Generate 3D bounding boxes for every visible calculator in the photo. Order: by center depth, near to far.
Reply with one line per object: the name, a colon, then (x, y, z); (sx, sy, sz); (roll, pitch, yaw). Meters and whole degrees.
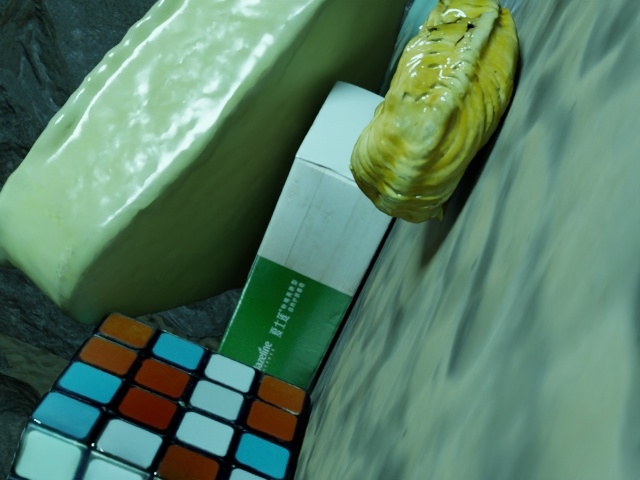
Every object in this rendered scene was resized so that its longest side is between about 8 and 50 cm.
calculator: (0.089, -0.179, 0.932); (0.295, 0.042, 0.184); (-68, 1, -56)

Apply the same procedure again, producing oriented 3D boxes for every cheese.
cheese: (-0.086, -0.069, 0.719); (0.384, 0.104, 0.384); (-46, -20, -21)

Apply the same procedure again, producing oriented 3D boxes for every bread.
bread: (0.047, -0.057, 0.371); (0.111, 0.044, 0.083); (-64, -1, -60)

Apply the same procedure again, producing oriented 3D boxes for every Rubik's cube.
Rubik's cube: (-0.110, 0.165, 0.597); (0.151, 0.155, 0.154); (-75, 7, -69)

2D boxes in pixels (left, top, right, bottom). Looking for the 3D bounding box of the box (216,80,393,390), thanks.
box: (0.000, 0.000, 0.698); (0.135, 0.081, 0.199); (-68, 3, -57)
